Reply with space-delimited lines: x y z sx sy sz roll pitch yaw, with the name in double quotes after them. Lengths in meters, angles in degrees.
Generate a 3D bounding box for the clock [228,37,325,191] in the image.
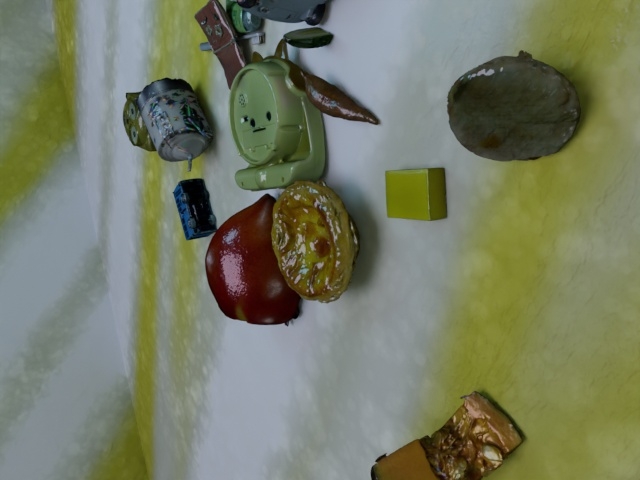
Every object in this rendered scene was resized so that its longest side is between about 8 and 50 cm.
-0.122 -0.298 1.428 0.286 0.117 0.348 1 100 54 "clock"

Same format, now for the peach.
-0.190 0.061 1.549 0.257 0.201 0.362 21 116 51 "peach"

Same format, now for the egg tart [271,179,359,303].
0.000 0.000 1.339 0.295 0.116 0.295 19 114 49 "egg tart"

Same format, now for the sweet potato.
0.037 -0.290 1.262 0.226 0.068 0.068 39 130 25 "sweet potato"

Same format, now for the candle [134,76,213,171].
-0.427 -0.330 1.787 0.187 0.187 0.330 -49 61 48 "candle"

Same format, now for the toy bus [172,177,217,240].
-0.412 -0.100 1.910 0.106 0.090 0.185 -27 77 56 "toy bus"

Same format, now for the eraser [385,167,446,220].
0.180 -0.089 1.128 0.122 0.045 0.097 6 103 55 "eraser"

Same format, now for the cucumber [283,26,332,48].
-0.032 -0.435 1.276 0.067 0.107 0.035 42 140 38 "cucumber"

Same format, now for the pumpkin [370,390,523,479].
0.215 0.419 1.093 0.139 0.190 0.280 53 137 33 "pumpkin"

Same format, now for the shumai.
0.288 -0.214 0.893 0.201 0.201 0.120 -38 27 52 "shumai"

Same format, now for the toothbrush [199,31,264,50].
-0.250 -0.546 1.619 0.342 0.025 0.030 18 119 50 "toothbrush"

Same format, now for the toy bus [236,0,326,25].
-0.058 -0.596 1.204 0.287 0.194 0.232 -22 74 55 "toy bus"

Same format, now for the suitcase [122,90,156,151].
-0.594 -0.413 2.031 0.235 0.143 0.194 26 120 48 "suitcase"

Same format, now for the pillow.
-0.255 -0.521 1.578 0.126 0.043 0.232 -6 112 58 "pillow"

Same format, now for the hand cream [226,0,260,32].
-0.209 -0.581 1.533 0.175 0.046 0.095 28 125 50 "hand cream"
